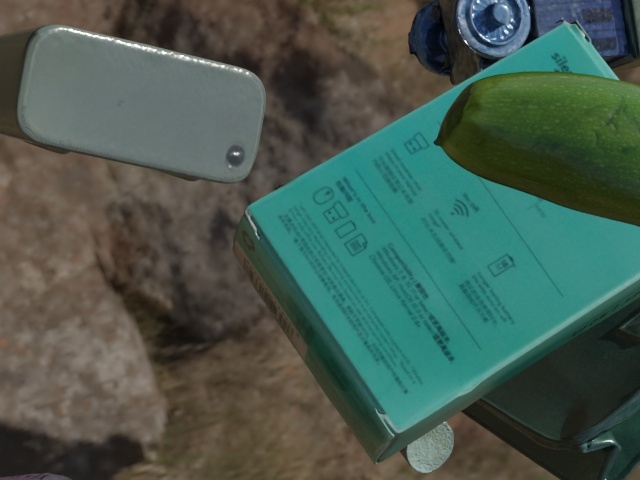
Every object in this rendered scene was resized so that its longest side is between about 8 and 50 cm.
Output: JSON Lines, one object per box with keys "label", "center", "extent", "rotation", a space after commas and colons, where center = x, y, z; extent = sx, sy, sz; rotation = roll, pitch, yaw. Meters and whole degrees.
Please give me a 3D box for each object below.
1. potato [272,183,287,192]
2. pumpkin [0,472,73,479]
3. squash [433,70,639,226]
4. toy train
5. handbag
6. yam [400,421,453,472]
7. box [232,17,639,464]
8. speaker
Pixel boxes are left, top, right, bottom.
{"label": "potato", "center": [0.000, 0.000, 1.931], "extent": [0.188, 0.085, 0.105], "rotation": [43, 14, -37]}
{"label": "pumpkin", "center": [-0.280, 0.339, 1.457], "extent": [0.260, 0.260, 0.189], "rotation": [71, 18, 2]}
{"label": "squash", "center": [0.210, -0.039, 0.932], "extent": [0.292, 0.082, 0.082], "rotation": [17, 51, -9]}
{"label": "toy train", "center": [0.170, -0.266, 1.386], "extent": [0.202, 0.131, 0.299], "rotation": [-8, 89, -18]}
{"label": "handbag", "center": [0.262, 0.118, 1.716], "extent": [0.238, 0.326, 0.089], "rotation": [-40, 120, -13]}
{"label": "yam", "center": [0.099, 0.210, 1.974], "extent": [0.068, 0.068, 0.169], "rotation": [46, 0, -34]}
{"label": "box", "center": [0.115, 0.001, 1.229], "extent": [0.311, 0.118, 0.205], "rotation": [-32, 79, -15]}
{"label": "speaker", "center": [-0.301, -0.202, 2.440], "extent": [0.406, 0.184, 0.183], "rotation": [10, 90, -35]}
